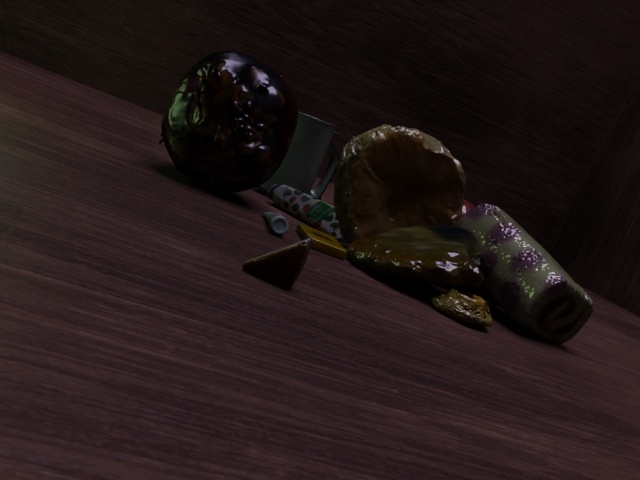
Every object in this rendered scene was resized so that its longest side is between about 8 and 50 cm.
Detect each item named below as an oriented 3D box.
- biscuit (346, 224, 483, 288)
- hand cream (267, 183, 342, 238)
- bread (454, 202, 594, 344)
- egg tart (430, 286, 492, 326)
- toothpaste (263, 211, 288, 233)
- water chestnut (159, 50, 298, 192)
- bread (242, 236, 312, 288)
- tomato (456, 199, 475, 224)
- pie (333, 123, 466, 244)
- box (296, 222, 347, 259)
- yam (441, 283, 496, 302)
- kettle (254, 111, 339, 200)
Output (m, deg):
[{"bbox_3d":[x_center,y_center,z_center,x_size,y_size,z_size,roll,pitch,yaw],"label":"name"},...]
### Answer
[{"bbox_3d":[0.232,0.029,1.450,0.329,0.078,0.335,-6,16,-33],"label":"biscuit"},{"bbox_3d":[-0.027,-0.078,1.749,0.276,0.095,0.059,27,-34,36],"label":"hand cream"},{"bbox_3d":[0.442,0.070,1.555,0.187,0.155,0.338,33,16,-36],"label":"bread"},{"bbox_3d":[0.276,0.124,1.325,0.130,0.052,0.130,21,6,-2],"label":"egg tart"},{"bbox_3d":[-0.092,-0.042,1.468,0.056,0.036,0.205,22,4,-9],"label":"toothpaste"},{"bbox_3d":[-0.209,-0.286,1.595,0.335,0.335,0.347,23,-19,2],"label":"water chestnut"},{"bbox_3d":[-0.051,0.039,0.992,0.062,0.109,0.043,66,12,-5],"label":"bread"},{"bbox_3d":[0.351,-0.013,1.848,0.184,0.208,0.208,13,3,28],"label":"tomato"},{"bbox_3d":[0.185,-0.107,1.620,0.339,0.339,0.083,20,7,-17],"label":"pie"},{"bbox_3d":[0.000,0.000,1.479,0.087,0.023,0.155,18,9,-13],"label":"box"},{"bbox_3d":[0.344,0.093,1.666,0.299,0.066,0.066,19,9,-24],"label":"yam"},{"bbox_3d":[-0.051,-0.230,1.990,0.240,0.255,0.165,15,9,-34],"label":"kettle"}]
